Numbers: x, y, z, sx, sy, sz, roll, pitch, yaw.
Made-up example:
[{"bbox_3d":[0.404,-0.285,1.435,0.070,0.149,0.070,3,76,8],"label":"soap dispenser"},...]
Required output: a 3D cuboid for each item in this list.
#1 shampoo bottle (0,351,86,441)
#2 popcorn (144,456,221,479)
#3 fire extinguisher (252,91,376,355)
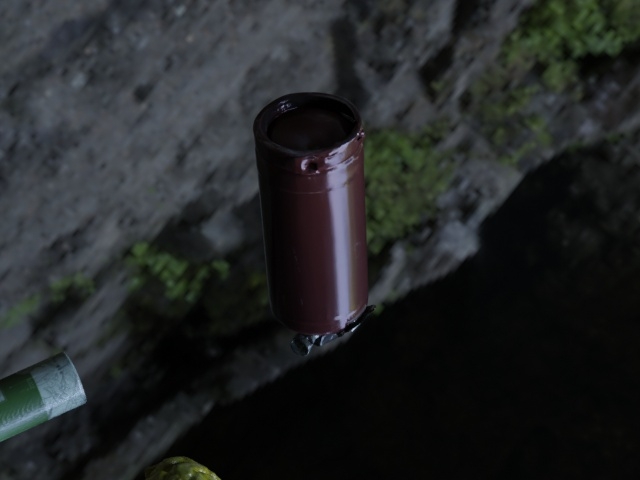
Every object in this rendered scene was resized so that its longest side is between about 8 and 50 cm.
[{"bbox_3d":[-0.350,0.183,1.613,0.204,0.065,0.065,-24,175,-20],"label":"shampoo bottle"},{"bbox_3d":[-0.148,0.290,1.644,0.116,0.120,0.106,-16,172,43],"label":"popcorn"},{"bbox_3d":[0.000,0.000,1.380,0.105,0.105,0.269,-57,152,-44],"label":"fire extinguisher"}]
